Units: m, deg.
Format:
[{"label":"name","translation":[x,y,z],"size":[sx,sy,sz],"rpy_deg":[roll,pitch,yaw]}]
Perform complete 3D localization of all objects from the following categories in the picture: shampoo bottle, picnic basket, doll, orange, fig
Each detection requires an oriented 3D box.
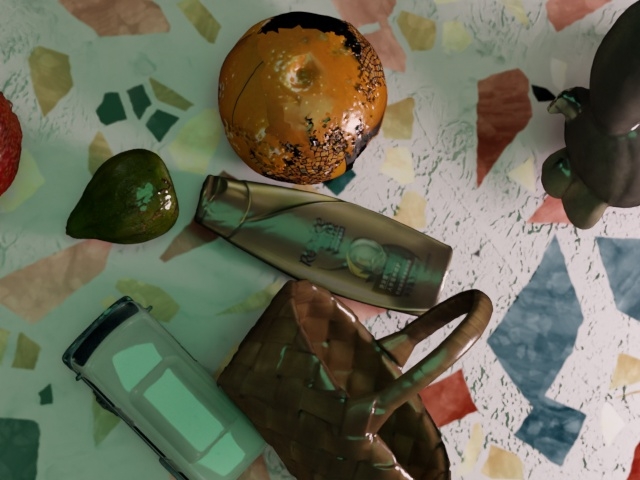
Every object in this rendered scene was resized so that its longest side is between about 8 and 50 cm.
[{"label":"shampoo bottle","translation":[0.000,0.000,1.755],"size":[0.350,0.084,0.126],"rpy_deg":[21,82,-9]},{"label":"picnic basket","translation":[0.085,0.167,1.626],"size":[0.337,0.293,0.337],"rpy_deg":[2,102,10]},{"label":"doll","translation":[0.521,-0.164,1.749],"size":[0.382,0.379,0.252],"rpy_deg":[-13,71,-17]},{"label":"orange","translation":[-0.025,-0.192,1.727],"size":[0.234,0.182,0.235],"rpy_deg":[0,85,1]},{"label":"fig","translation":[-0.264,-0.049,1.689],"size":[0.156,0.123,0.123],"rpy_deg":[-18,88,-1]}]

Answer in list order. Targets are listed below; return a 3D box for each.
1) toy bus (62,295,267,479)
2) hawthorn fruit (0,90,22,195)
[{"label":"toy bus","translation":[-0.194,0.200,1.650],"size":[0.271,0.165,0.133],"rpy_deg":[46,78,-4]},{"label":"hawthorn fruit","translation":[-0.494,-0.103,1.603],"size":[0.253,0.205,0.205],"rpy_deg":[-44,94,-12]}]
